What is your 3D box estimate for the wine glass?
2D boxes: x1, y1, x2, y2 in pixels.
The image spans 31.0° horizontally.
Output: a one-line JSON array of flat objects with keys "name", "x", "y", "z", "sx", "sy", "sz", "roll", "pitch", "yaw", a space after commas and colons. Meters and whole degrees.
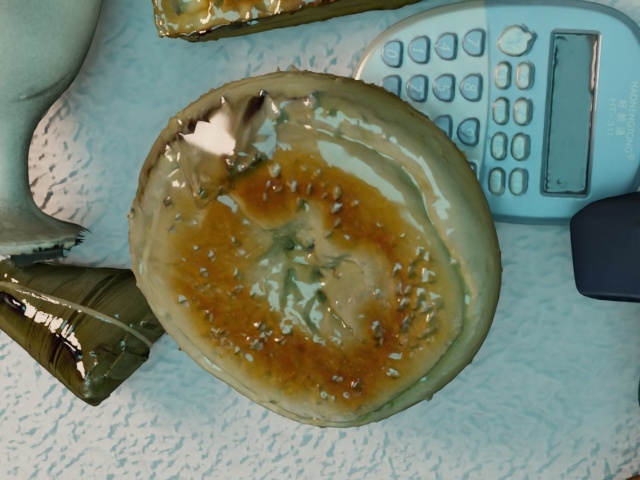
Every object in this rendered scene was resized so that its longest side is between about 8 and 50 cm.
[{"name": "wine glass", "x": -0.269, "y": -0.160, "z": 0.949, "sx": 0.191, "sy": 0.190, "sz": 0.357, "roll": 3, "pitch": 100, "yaw": 8}]

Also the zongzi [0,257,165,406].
[{"name": "zongzi", "x": -0.206, "y": 0.030, "z": 1.034, "sx": 0.189, "sy": 0.081, "sz": 0.178, "roll": 37, "pitch": 75, "yaw": 18}]

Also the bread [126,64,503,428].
[{"name": "bread", "x": 0.000, "y": 0.000, "z": 0.928, "sx": 0.306, "sy": 0.159, "sz": 0.305, "roll": 7, "pitch": 116, "yaw": 15}]

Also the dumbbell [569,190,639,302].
[{"name": "dumbbell", "x": 0.283, "y": 0.121, "z": 0.880, "sx": 0.144, "sy": 0.160, "sz": 0.324, "roll": -10, "pitch": 94, "yaw": -25}]

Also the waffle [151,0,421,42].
[{"name": "waffle", "x": 0.005, "y": -0.287, "z": 0.941, "sx": 0.308, "sy": 0.091, "sz": 0.212, "roll": -9, "pitch": 96, "yaw": 10}]

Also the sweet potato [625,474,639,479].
[{"name": "sweet potato", "x": 0.228, "y": 0.253, "z": 0.999, "sx": 0.214, "sy": 0.050, "sz": 0.050, "roll": -30, "pitch": 92, "yaw": 15}]

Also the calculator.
[{"name": "calculator", "x": 0.172, "y": -0.107, "z": 0.963, "sx": 0.303, "sy": 0.042, "sz": 0.188, "roll": 4, "pitch": 97, "yaw": 8}]

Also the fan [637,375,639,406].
[{"name": "fan", "x": 0.334, "y": 0.147, "z": 0.990, "sx": 0.133, "sy": 0.005, "sz": 0.085, "roll": 42, "pitch": 100, "yaw": 2}]
